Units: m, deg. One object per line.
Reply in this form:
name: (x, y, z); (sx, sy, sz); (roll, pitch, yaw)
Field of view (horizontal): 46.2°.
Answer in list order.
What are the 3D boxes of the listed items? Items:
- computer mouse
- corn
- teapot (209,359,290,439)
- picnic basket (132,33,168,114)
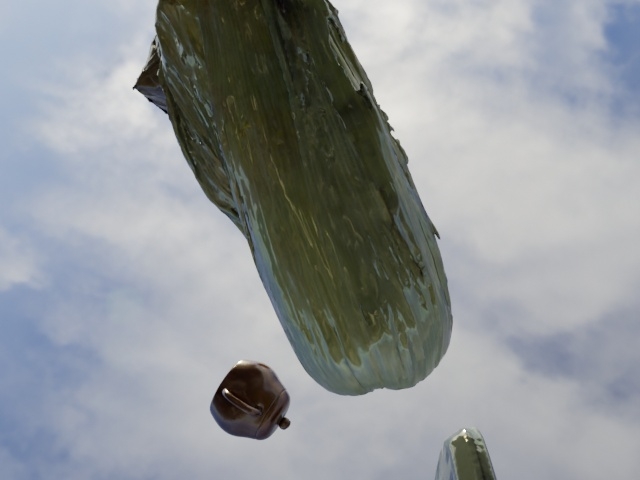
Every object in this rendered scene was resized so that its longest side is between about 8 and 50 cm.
computer mouse: (0.213, 0.403, 0.999); (0.094, 0.197, 0.331); (8, -148, -3)
corn: (-0.008, -0.045, 0.493); (0.122, 0.305, 0.123); (-26, -175, -19)
teapot: (-0.090, 0.233, 1.061); (0.116, 0.173, 0.116); (-2, -102, 8)
picnic basket: (-0.161, -0.376, 1.462); (0.337, 0.293, 0.338); (-8, -111, 21)
